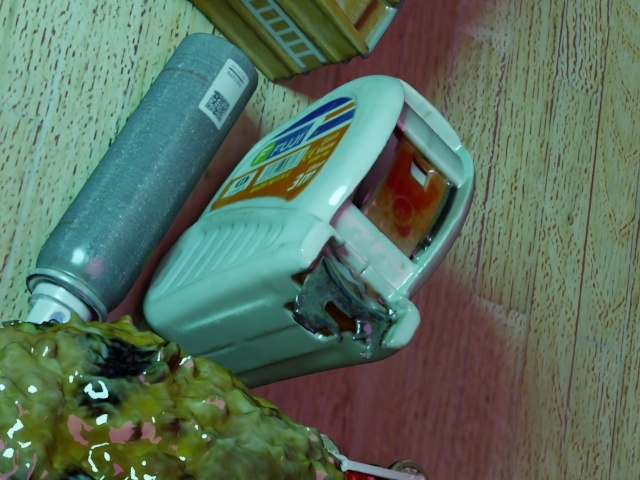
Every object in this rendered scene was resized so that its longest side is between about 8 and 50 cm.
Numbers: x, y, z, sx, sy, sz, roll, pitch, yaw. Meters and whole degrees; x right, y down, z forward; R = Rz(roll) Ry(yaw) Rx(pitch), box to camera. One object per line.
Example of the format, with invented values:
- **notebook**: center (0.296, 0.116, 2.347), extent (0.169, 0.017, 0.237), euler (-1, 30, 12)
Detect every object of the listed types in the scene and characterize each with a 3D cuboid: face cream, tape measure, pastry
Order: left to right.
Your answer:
- **pastry**: center (-0.161, 0.226, 0.961), extent (0.405, 0.292, 0.337), euler (-38, 90, -26)
- **face cream**: center (-0.140, -0.039, 1.170), extent (0.073, 0.073, 0.283), euler (41, 58, -20)
- **tape measure**: center (0.000, 0.000, 1.143), extent (0.130, 0.258, 0.265), euler (44, 58, -16)

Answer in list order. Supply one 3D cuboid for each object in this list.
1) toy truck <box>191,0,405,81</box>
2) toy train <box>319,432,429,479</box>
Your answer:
- **toy truck**: center (0.035, -0.327, 1.311), extent (0.207, 0.173, 0.387), euler (47, 59, -24)
- **toy train**: center (0.018, 0.230, 1.209), extent (0.204, 0.083, 0.131), euler (21, 69, -29)
